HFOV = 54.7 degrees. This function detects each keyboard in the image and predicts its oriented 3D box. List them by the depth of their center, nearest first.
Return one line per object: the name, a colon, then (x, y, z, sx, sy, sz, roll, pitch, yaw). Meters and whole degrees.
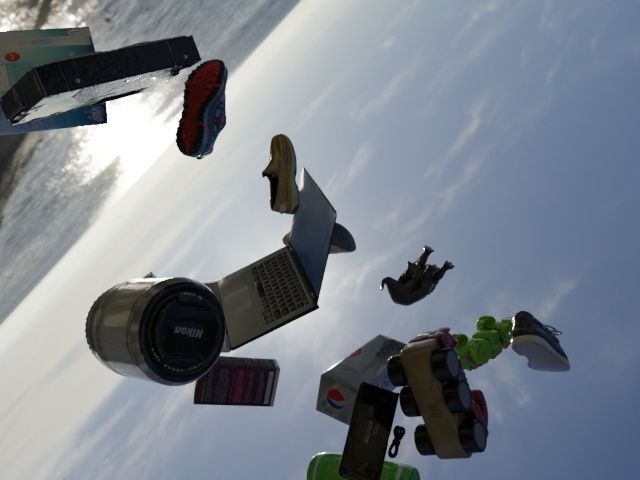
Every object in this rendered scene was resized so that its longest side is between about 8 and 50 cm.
keyboard: (0.104, 0.367, 1.163, 0.023, 0.108, 0.180, 115, -6, -64)

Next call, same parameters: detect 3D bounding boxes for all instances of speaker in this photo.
speaker: (0.115, 0.657, 1.687, 0.296, 0.131, 0.131, -3, -140, 29)

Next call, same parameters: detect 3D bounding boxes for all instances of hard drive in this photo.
hard drive: (-0.440, -0.324, 1.243, 0.339, 0.064, 0.237, -29, -166, -38)

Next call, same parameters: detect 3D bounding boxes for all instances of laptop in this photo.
laptop: (-0.141, 0.037, 1.750, 0.408, 0.236, 0.382, -27, -152, -2)

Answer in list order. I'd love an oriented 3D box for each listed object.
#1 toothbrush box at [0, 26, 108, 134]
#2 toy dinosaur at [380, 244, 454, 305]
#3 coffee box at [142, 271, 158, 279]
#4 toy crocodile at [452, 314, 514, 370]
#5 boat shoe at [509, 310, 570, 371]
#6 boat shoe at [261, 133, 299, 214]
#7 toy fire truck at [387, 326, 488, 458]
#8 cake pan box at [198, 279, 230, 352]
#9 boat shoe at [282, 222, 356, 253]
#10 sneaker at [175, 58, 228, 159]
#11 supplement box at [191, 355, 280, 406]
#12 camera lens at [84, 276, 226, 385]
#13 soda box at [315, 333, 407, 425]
toothbrush box: (-0.663, -0.370, 1.427, 0.295, 0.216, 0.126, -11, 150, -20)
toy dinosaur: (0.249, 0.113, 1.614, 0.313, 0.121, 0.160, -33, 151, -54)
coffee box: (-0.405, 0.174, 1.650, 0.040, 0.184, 0.113, -38, -155, -3)
toy crocodile: (0.467, 0.295, 1.753, 0.340, 0.105, 0.115, -23, -167, -33)
boat shoe: (0.474, 0.226, 1.342, 0.095, 0.254, 0.079, -16, -125, 36)
boat shoe: (-0.093, -0.150, 1.351, 0.068, 0.072, 0.190, -38, -124, 52)
toy fire truck: (0.235, 0.264, 1.183, 0.158, 0.217, 0.246, -17, -172, 34)
cake pan box: (-0.427, 0.261, 2.092, 0.267, 0.245, 0.070, -6, -169, 12)
boat shoe: (0.000, 0.000, 2.097, 0.098, 0.302, 0.109, -33, -117, 35)
sneaker: (-0.299, -0.341, 1.619, 0.262, 0.104, 0.125, -71, 162, 3)
supplement box: (-0.250, 0.416, 1.831, 0.073, 0.239, 0.130, -135, -126, -67)
camera lens: (-0.353, 0.190, 1.323, 0.274, 0.219, 0.219, -6, -138, 47)
soda box: (0.106, 0.310, 1.411, 0.286, 0.098, 0.091, -20, 122, -56)
